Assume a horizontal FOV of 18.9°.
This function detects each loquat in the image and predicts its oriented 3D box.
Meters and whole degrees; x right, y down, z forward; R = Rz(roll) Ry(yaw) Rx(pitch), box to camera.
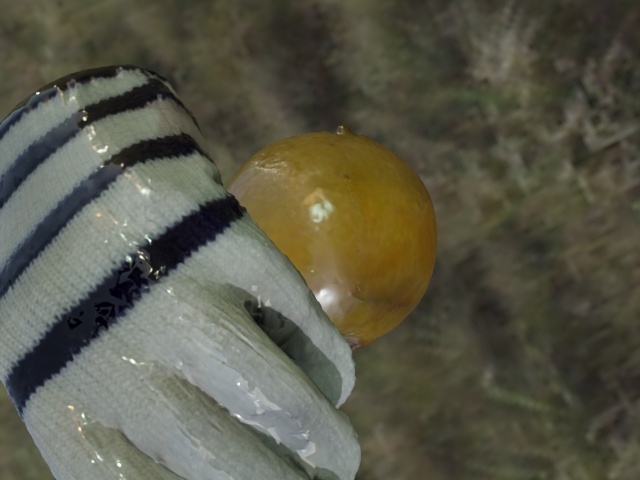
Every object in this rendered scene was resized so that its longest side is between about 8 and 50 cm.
[{"bbox_3d":[0.000,0.000,1.133,0.141,0.141,0.141,54,160,29],"label":"loquat"}]

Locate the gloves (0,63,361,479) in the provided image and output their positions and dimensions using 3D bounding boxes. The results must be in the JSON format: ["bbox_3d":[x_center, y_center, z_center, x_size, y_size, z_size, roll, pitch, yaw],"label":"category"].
[{"bbox_3d":[-0.068,0.043,0.771,0.131,0.140,0.218,60,-174,-52],"label":"gloves"}]
